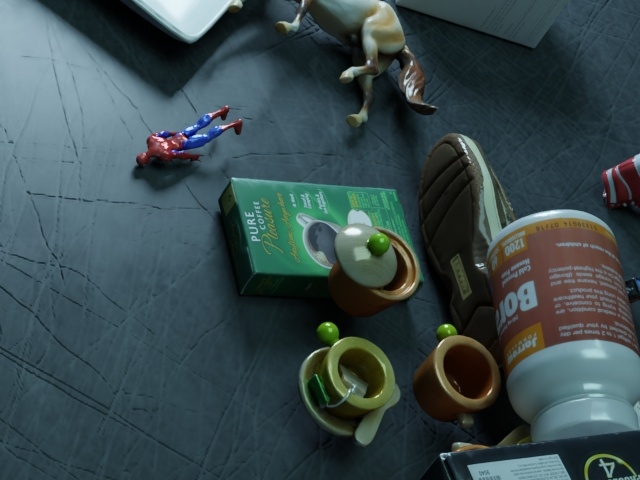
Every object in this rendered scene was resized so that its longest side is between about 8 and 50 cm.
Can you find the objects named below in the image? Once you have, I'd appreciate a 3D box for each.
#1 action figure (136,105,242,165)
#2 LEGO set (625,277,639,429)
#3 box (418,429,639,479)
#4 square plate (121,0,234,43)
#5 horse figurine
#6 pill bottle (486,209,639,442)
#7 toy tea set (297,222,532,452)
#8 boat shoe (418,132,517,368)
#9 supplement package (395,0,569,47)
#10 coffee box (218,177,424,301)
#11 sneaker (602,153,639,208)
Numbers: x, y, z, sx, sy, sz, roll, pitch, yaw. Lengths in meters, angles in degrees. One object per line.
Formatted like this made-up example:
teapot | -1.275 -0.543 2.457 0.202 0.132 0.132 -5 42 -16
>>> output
action figure | -0.129 -0.095 1.716 0.115 0.030 0.038 -24 63 -35
LEGO set | 0.290 0.113 1.746 0.182 0.060 0.244 45 32 -39
box | 0.200 0.262 1.404 0.394 0.318 0.097 -3 55 -32
square plate | -0.195 -0.380 1.900 0.344 0.049 0.347 36 45 2
horse figurine | 0.020 -0.227 1.868 0.263 0.066 0.174 41 43 -8
pill bottle | 0.218 0.090 1.580 0.121 0.121 0.216 12 50 -21
toy tea set | 0.106 0.131 1.568 0.200 0.124 0.336 -34 84 -42
boat shoe | 0.166 0.015 1.760 0.095 0.095 0.257 15 53 -36
supplement package | 0.183 -0.308 2.014 0.179 0.105 0.105 15 48 -19
coffee box | 0.000 0.000 1.701 0.184 0.040 0.113 2 55 -29
sneaker | 0.350 -0.042 1.942 0.118 0.067 0.042 50 36 -28
